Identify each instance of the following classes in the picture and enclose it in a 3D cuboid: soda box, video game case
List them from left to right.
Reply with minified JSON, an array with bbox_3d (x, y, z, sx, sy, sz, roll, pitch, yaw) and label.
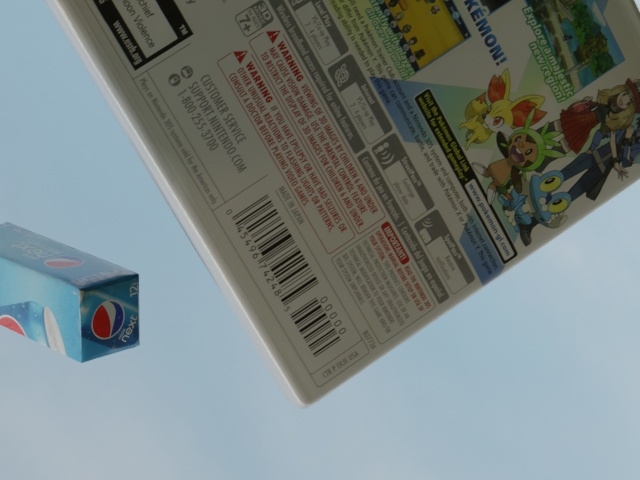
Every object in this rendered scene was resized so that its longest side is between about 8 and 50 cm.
[{"bbox_3d":[-0.253,0.044,1.516,0.067,0.210,0.071,-15,-66,-41],"label":"soda box"},{"bbox_3d":[0.029,-0.118,0.946,0.300,0.036,0.329,-34,-72,-11],"label":"video game case"}]
